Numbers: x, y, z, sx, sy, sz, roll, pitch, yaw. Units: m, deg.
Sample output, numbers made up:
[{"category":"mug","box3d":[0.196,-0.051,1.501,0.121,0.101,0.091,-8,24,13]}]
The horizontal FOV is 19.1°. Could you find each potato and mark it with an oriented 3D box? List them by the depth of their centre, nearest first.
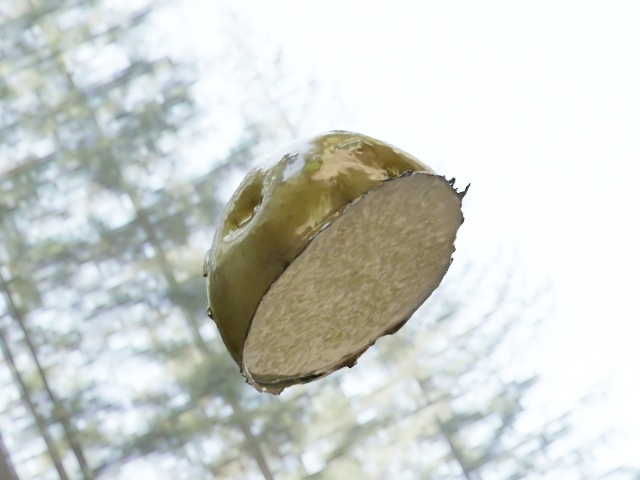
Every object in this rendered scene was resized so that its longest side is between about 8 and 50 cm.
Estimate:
[{"category":"potato","box3d":[0.000,0.000,1.053,0.164,0.081,0.200,-39,-20,-6]}]
